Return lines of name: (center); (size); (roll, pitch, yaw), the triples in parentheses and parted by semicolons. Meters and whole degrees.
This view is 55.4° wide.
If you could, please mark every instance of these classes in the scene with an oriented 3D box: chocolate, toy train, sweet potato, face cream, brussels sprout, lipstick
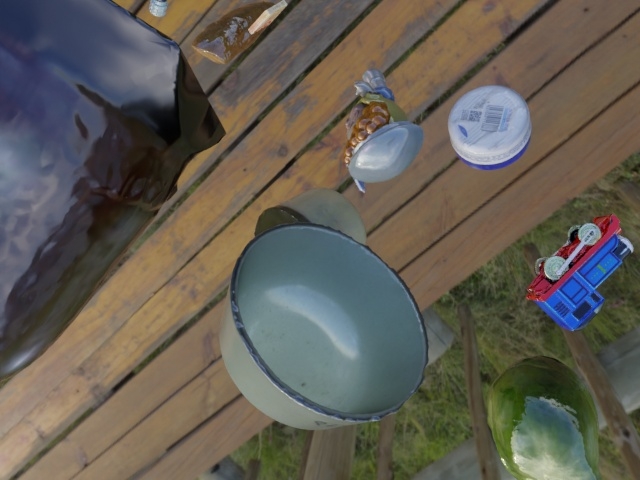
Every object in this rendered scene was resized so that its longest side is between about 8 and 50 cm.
chocolate: (0.000, 0.000, 1.936); (0.314, 0.297, 0.325); (-2, 107, 53)
toy train: (0.479, 0.055, 1.118); (0.204, 0.083, 0.131); (-45, 86, 0)
sweet potato: (-0.192, -0.484, 1.410); (0.097, 0.251, 0.097); (29, 146, 22)
face cream: (0.434, -0.294, 1.571); (0.206, 0.111, 0.205); (-8, 68, 20)
brussels sprout: (0.247, 0.205, 0.680); (0.118, 0.155, 0.155); (-2, 113, 22)
lipstick: (-0.331, -0.525, 1.272); (0.037, 0.037, 0.116); (30, 139, -4)
chocolate: (-0.313, -0.041, 0.500); (0.384, 0.383, 0.331); (21, 82, -1)

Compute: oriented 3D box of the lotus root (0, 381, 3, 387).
lotus root: (-0.628, 0.188, 1.065); (0.169, 0.152, 0.342); (14, 86, -33)

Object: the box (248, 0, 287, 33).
box: (-0.115, -0.485, 1.326); (0.015, 0.058, 0.093); (55, 149, -10)

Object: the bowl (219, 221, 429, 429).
bowl: (-0.011, 0.095, 0.604); (0.211, 0.211, 0.112); (36, 134, -7)

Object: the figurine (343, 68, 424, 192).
figurine: (0.165, -0.327, 1.602); (0.205, 0.381, 0.224); (9, 148, -8)
